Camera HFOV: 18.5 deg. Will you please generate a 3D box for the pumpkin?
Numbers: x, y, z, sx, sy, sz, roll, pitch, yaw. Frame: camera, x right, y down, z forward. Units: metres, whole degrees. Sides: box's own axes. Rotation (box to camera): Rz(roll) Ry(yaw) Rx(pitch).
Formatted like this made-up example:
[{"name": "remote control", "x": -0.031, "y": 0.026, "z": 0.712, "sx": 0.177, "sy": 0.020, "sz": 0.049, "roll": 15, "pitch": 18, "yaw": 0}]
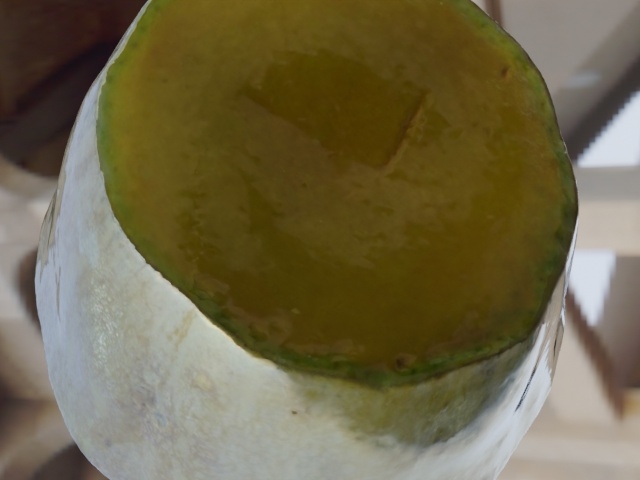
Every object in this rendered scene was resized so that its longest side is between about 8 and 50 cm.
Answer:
[{"name": "pumpkin", "x": 0.000, "y": 0.000, "z": 1.110, "sx": 0.199, "sy": 0.332, "sz": 0.332, "roll": 112, "pitch": 176, "yaw": -67}]
